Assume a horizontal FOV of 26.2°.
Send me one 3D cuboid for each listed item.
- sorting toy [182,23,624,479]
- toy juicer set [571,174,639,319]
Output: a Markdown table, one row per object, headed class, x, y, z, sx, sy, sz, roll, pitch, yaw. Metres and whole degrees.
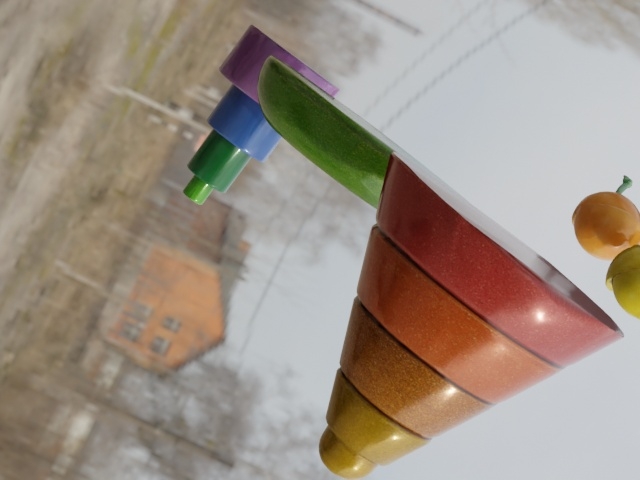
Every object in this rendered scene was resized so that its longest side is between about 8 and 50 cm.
| class | x | y | z | sx | sy | sz | roll | pitch | yaw |
| --- | --- | --- | --- | --- | --- | --- | --- | --- | --- |
| sorting toy | 0.000 | 0.000 | 0.676 | 0.126 | 0.127 | 0.365 | -54 | -150 | 7 |
| toy juicer set | 0.341 | 0.045 | 1.118 | 0.329 | 0.209 | 0.089 | 50 | -58 | 39 |
